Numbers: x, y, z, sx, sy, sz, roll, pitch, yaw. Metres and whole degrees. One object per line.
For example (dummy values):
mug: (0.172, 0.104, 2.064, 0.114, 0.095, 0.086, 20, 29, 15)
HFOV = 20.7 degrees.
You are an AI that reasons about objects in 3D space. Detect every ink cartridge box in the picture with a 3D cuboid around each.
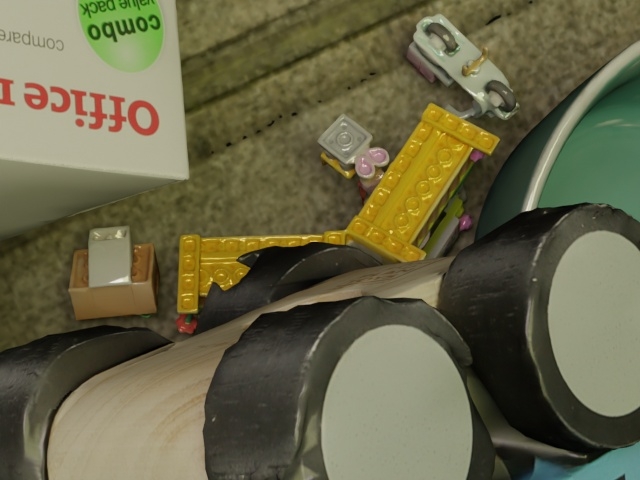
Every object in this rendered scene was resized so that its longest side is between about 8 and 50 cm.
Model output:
ink cartridge box: (-0.203, -0.143, 0.810, 0.198, 0.197, 0.270, 4, 76, -46)

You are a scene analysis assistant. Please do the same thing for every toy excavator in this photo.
toy excavator: (0.095, 0.207, 0.829, 0.433, 0.222, 0.445, -20, 99, -44)

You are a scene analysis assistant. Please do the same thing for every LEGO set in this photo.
LEGO set: (0.000, 0.000, 1.023, 0.287, 0.107, 0.132, -34, 69, -10)

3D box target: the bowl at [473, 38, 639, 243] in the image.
bowl: (0.214, 0.022, 1.041, 0.311, 0.163, 0.311, -1, 93, -22)
